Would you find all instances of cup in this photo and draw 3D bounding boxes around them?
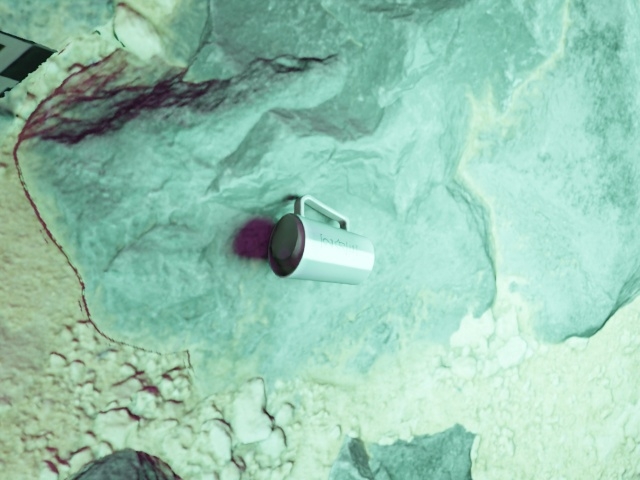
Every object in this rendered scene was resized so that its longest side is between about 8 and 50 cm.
[{"bbox_3d":[0.000,0.000,1.324,0.116,0.074,0.104,11,67,-36],"label":"cup"}]

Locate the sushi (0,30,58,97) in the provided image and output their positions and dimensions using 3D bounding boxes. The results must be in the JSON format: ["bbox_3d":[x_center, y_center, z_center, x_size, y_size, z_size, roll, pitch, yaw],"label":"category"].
[{"bbox_3d":[-0.441,-0.169,0.880,0.359,0.343,0.064,16,66,-36],"label":"sushi"}]
